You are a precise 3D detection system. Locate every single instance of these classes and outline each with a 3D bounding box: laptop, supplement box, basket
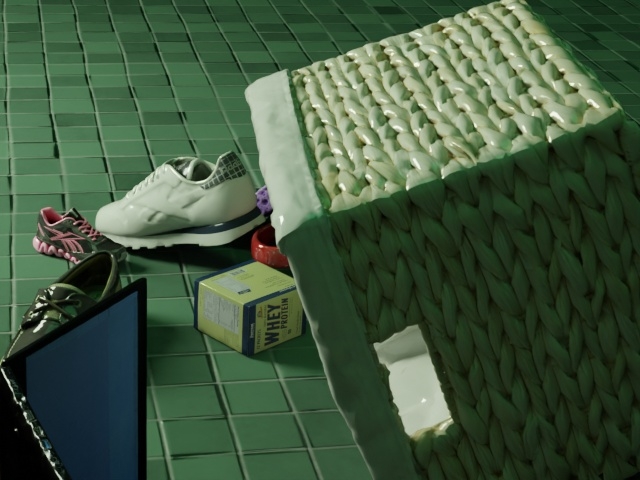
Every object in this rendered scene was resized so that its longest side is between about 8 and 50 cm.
[{"bbox_3d":[-0.135,0.188,0.916,0.137,0.234,0.264,-8,25,-24],"label":"laptop"},{"bbox_3d":[-0.071,0.067,1.428,0.083,0.056,0.083,-19,32,-41],"label":"supplement box"},{"bbox_3d":[0.117,0.017,1.150,0.266,0.328,0.331,-20,26,1],"label":"basket"}]

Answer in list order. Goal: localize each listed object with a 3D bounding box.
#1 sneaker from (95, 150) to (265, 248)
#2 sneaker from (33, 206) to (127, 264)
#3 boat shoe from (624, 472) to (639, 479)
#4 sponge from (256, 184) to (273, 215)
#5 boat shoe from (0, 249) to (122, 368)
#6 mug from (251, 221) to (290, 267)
[{"bbox_3d":[-0.166,-0.047,1.581,0.235,0.095,0.090,-6,23,35],"label":"sneaker"},{"bbox_3d":[-0.269,-0.006,1.571,0.119,0.057,0.047,14,24,20],"label":"sneaker"},{"bbox_3d":[0.300,0.170,1.217,0.094,0.109,0.302,19,31,-6],"label":"boat shoe"},{"bbox_3d":[-0.035,-0.065,1.687,0.117,0.031,0.210,-32,0,37],"label":"sponge"},{"bbox_3d":[-0.251,0.074,1.364,0.080,0.073,0.223,9,24,12],"label":"boat shoe"},{"bbox_3d":[0.007,-0.007,1.526,0.150,0.113,0.169,30,12,-19],"label":"mug"}]
